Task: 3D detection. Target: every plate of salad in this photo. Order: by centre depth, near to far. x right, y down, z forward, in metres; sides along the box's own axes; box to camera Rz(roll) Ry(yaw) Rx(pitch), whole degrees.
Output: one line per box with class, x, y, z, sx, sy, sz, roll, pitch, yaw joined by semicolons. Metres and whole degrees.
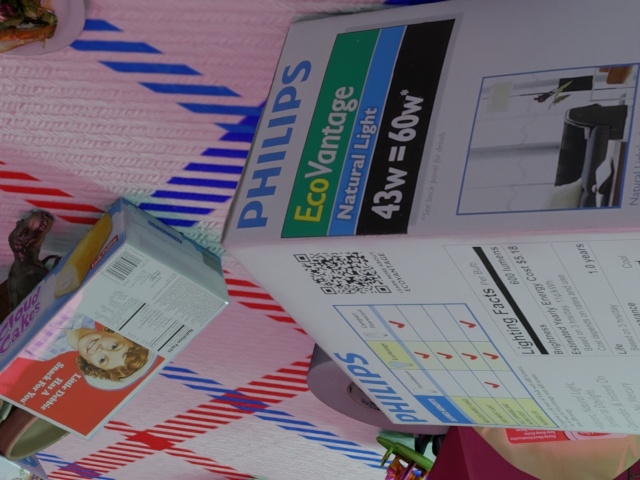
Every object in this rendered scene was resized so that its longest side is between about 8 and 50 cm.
plate of salad;-0.300;-0.215;1.046;0.200;0.048;0.200;12;152;7

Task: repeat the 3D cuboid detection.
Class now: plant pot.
plant pot;-0.361;0.188;1.680;0.109;0.237;0.237;50;153;11

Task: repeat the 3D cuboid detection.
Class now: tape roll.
tape roll;0.096;0.165;1.518;0.219;0.072;0.219;11;152;6

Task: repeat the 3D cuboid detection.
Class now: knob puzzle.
knob puzzle;0.242;0.166;1.214;0.213;0.030;0.213;9;120;15

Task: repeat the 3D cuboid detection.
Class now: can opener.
can opener;0.155;0.278;1.712;0.059;0.073;0.186;10;162;-2

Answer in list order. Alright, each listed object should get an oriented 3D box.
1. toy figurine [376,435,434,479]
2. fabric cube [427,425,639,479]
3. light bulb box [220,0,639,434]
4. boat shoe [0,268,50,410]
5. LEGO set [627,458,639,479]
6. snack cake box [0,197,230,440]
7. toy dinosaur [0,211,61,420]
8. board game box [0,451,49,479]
toy figurine;0.100;0.381;1.763;0.130;0.159;0.173;30;168;7
fabric cube;0.287;0.350;1.503;0.254;0.259;0.258;-6;152;-6
light bulb box;0.175;-0.007;1.007;0.361;0.225;0.358;-2;148;30
boat shoe;-0.416;0.163;1.564;0.089;0.285;0.105;37;176;-39
LEGO set;0.441;0.238;1.247;0.192;0.331;0.255;-18;125;34
snack cake box;-0.248;0.095;1.407;0.152;0.089;0.264;34;113;-32
toy dinosaur;-0.334;0.088;1.499;0.118;0.268;0.064;-1;-163;-34
board game box;-0.559;0.214;1.736;0.319;0.066;0.318;44;180;-43
